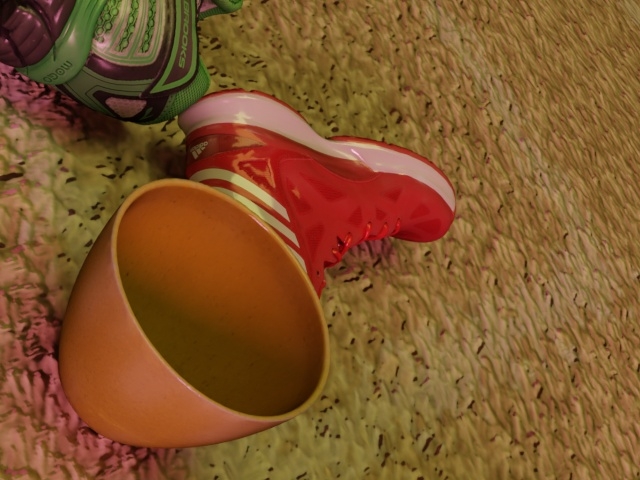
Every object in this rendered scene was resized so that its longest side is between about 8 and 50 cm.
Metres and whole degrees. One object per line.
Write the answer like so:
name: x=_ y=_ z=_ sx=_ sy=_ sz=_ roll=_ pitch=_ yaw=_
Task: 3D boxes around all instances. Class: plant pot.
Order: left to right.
plant pot: x=-0.076 y=0.050 z=0.740 sx=0.134 sy=0.095 sz=0.134 roll=31 pitch=40 yaw=-29

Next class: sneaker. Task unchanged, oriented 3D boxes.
sneaker: x=-0.117 y=-0.206 z=0.926 sx=0.146 sy=0.134 sz=0.343 roll=38 pitch=44 yaw=-32
sneaker: x=0.000 y=0.000 z=0.918 sx=0.221 sy=0.087 sz=0.128 roll=17 pitch=62 yaw=-38
